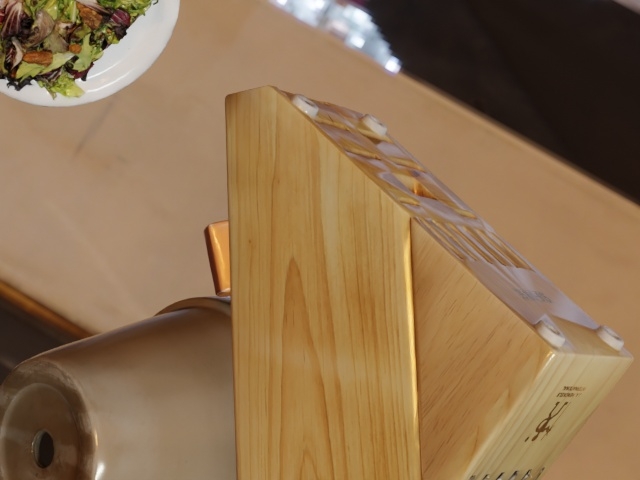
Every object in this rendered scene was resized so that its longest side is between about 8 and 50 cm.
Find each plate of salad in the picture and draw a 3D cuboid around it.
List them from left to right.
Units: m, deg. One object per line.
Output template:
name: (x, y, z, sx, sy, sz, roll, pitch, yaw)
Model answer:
plate of salad: (-0.216, -0.198, 1.381, 0.200, 0.200, 0.048, -63, -144, 27)

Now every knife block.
knife block: (0.010, 0.099, 0.714, 0.242, 0.276, 0.088, -54, 151, 16)

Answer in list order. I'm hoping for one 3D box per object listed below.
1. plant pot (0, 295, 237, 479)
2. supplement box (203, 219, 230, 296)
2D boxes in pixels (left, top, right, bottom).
plant pot: (-0.189, 0.214, 1.678, 0.280, 0.323, 0.323, 5, 120, -46)
supplement box: (0.000, 0.000, 1.645, 0.080, 0.233, 0.078, 146, -68, -78)
